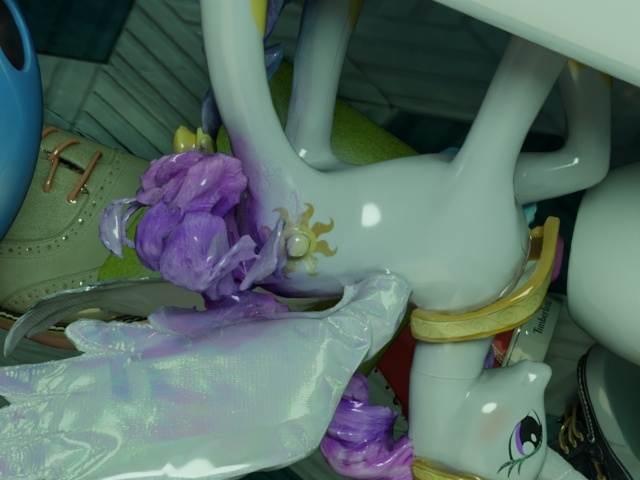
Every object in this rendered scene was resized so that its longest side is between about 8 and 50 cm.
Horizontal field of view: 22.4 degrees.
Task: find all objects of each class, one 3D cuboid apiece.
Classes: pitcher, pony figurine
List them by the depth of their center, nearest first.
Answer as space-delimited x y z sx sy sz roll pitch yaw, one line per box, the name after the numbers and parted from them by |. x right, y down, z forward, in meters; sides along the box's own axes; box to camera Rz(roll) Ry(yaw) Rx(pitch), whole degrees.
0.000 0.000 0.831 0.351 0.303 0.363 4 105 -2 | pony figurine
0.240 0.044 0.890 0.207 0.177 0.125 10 160 19 | pitcher

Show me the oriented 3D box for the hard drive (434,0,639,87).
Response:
0.146 -0.171 0.669 0.319 0.040 0.210 23 117 1 | hard drive

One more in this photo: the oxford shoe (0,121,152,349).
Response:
-0.195 -0.020 1.119 0.397 0.140 0.146 -3 125 21 | oxford shoe

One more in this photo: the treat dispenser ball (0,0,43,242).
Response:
-0.310 -0.079 0.959 0.288 0.288 0.288 17 148 11 | treat dispenser ball

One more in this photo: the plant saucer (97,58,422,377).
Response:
-0.014 0.009 1.016 0.188 0.045 0.188 33 103 -15 | plant saucer

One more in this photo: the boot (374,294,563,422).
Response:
0.061 0.094 1.174 0.176 0.088 0.244 20 140 7 | boot

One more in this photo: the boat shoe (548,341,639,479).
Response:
0.196 0.134 1.158 0.083 0.065 0.183 1 143 30 | boat shoe
